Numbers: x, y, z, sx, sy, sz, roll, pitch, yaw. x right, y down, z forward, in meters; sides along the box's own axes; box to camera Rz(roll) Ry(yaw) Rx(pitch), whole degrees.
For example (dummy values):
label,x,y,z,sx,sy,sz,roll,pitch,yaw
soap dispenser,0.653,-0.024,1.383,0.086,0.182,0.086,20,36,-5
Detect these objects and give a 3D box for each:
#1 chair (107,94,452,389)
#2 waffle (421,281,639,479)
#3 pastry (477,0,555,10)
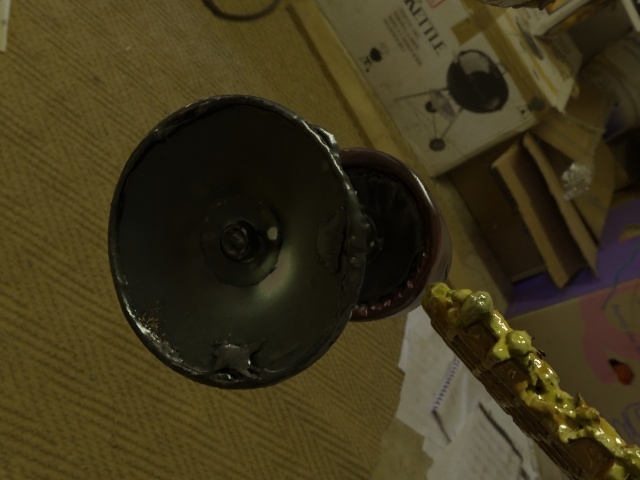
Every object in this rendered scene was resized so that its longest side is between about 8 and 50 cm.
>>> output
label,x,y,z,sx,sy,sz,roll,pitch,yaw
chair,0.000,0.000,0.629,0.401,0.226,0.227,-1,68,-68
waffle,0.220,0.163,0.617,0.301,0.058,0.281,48,-3,-7
pastry,0.214,-0.352,0.600,0.170,0.237,0.256,23,29,-14
